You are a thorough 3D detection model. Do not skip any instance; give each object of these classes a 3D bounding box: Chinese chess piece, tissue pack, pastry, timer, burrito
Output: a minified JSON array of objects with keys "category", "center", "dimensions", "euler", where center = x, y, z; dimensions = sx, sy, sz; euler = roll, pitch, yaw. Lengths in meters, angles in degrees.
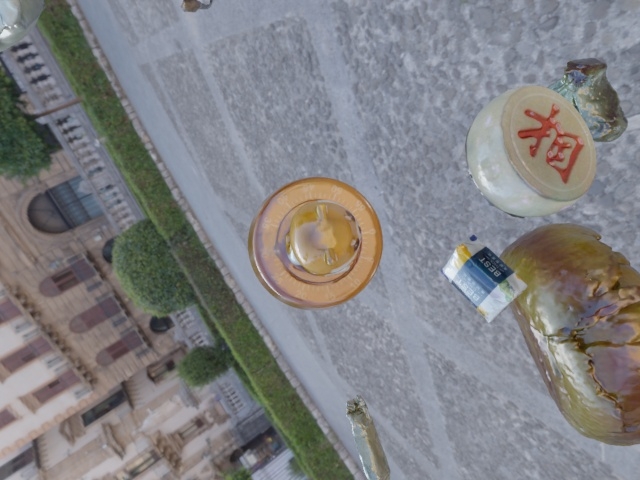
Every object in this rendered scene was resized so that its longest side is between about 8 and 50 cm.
[{"category":"Chinese chess piece","center":[0.196,-0.082,0.412],"dimensions":[0.122,0.122,0.051],"euler":[59,157,0]},{"category":"tissue pack","center":[0.185,0.044,0.509],"dimensions":[0.083,0.042,0.062],"euler":[49,151,23]},{"category":"pastry","center":[0.404,0.135,0.690],"dimensions":[0.356,0.163,0.356],"euler":[-23,-90,-79]},{"category":"timer","center":[0.000,0.000,0.369],"dimensions":[0.132,0.132,0.152],"euler":[59,175,0]},{"category":"burrito","center":[0.097,0.417,0.917],"dimensions":[0.045,0.058,0.188],"euler":[118,137,-58]}]

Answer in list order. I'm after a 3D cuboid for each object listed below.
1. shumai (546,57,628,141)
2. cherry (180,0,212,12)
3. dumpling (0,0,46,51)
[{"category":"shumai","center":[0.358,-0.194,0.596],"dimensions":[0.123,0.099,0.087],"euler":[26,138,23]},{"category":"cherry","center":[-0.150,-0.285,0.375],"dimensions":[0.188,0.115,0.148],"euler":[-92,4,-57]},{"category":"dumpling","center":[-0.287,-0.219,0.324],"dimensions":[0.181,0.111,0.155],"euler":[1,144,27]}]
